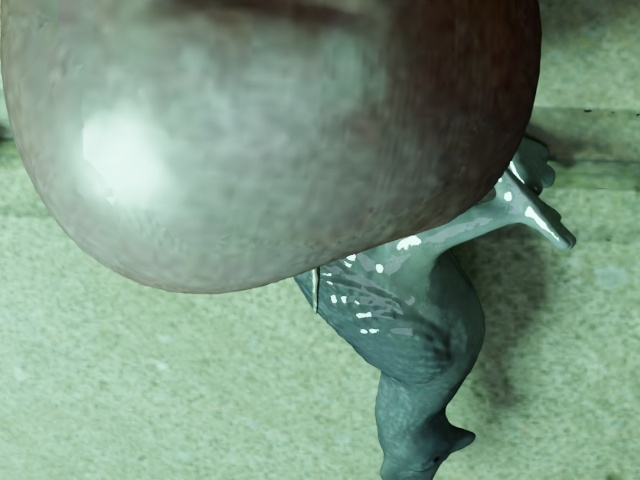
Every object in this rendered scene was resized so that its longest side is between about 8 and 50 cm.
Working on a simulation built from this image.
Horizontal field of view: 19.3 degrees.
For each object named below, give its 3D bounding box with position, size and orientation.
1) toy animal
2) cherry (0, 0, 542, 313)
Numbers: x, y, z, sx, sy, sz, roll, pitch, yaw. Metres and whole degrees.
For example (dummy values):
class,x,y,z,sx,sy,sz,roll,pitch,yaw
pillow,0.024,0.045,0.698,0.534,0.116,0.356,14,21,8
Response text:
class,x,y,z,sx,sy,sz,roll,pitch,yaw
toy animal,0.038,0.000,1.060,0.205,0.081,0.367,-22,118,24
cherry,-0.026,-0.110,0.891,0.261,0.221,0.307,-17,100,-9
